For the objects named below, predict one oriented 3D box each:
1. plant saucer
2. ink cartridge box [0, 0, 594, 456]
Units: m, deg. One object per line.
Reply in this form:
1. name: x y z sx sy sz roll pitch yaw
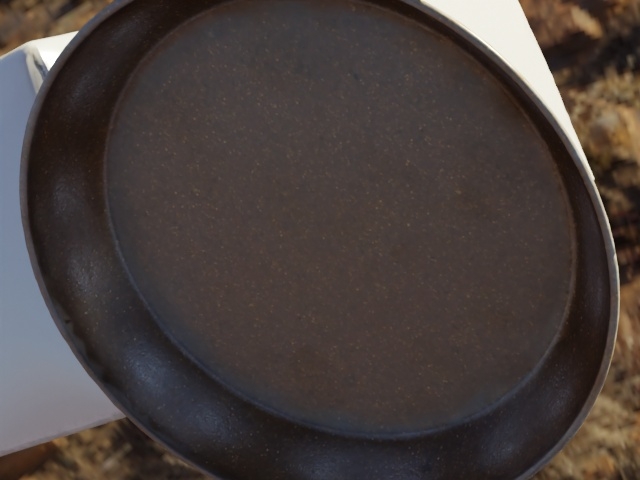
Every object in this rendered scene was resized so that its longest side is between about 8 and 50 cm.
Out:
1. plant saucer: 0.000 0.000 0.486 0.168 0.168 0.029 3 29 23
2. ink cartridge box: -0.065 -0.011 0.743 0.226 0.306 0.131 -22 92 37
